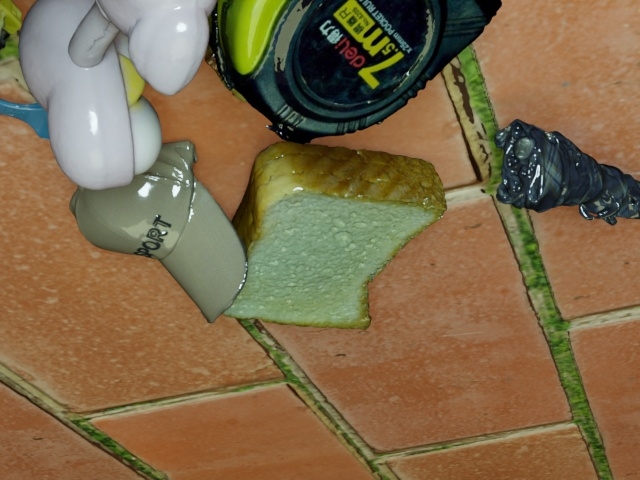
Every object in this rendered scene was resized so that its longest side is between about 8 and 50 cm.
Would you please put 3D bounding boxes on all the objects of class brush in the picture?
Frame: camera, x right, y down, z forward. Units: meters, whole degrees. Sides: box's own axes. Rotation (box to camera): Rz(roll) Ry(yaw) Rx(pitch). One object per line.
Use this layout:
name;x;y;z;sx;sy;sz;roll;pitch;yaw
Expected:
brush;-0.267;-0.111;0.917;0.164;0.014;0.051;12;144;-22

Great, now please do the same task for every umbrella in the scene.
umbrella;0.236;-0.055;1.005;0.224;0.080;0.071;10;170;-43

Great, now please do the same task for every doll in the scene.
doll;-0.132;-0.140;0.711;0.094;0.160;0.365;-13;166;-24

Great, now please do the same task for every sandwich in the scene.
sandwich;0.000;0.000;1.051;0.186;0.065;0.214;7;140;-25

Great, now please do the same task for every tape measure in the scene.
tape measure;0.006;-0.166;0.736;0.186;0.112;0.199;-43;136;8

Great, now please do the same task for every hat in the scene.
hat;-0.146;0.001;0.988;0.085;0.175;0.147;-23;160;-43

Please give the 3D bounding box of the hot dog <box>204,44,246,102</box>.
hot dog;-0.014;-0.140;0.850;0.169;0.061;0.078;7;106;-23

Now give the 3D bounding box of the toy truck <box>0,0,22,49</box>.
toy truck;-0.348;-0.129;0.788;0.286;0.111;0.136;-19;147;28
